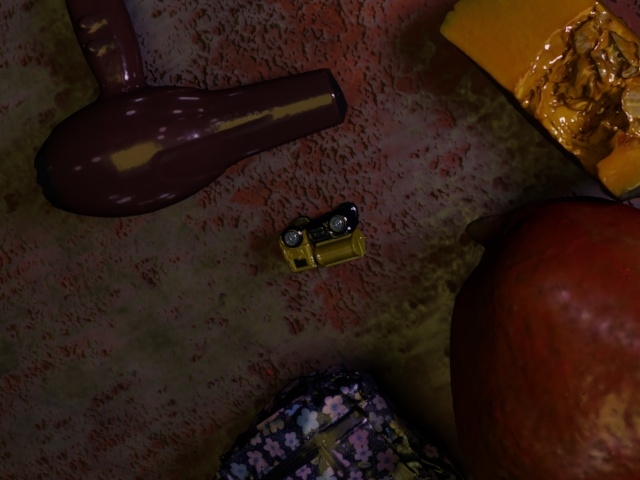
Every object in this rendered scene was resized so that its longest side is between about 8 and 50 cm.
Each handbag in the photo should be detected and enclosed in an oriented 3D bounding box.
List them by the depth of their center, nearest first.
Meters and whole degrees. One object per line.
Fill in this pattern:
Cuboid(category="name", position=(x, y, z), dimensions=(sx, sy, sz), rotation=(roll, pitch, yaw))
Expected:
Cuboid(category="handbag", position=(0.013, 0.244, 1.338), dimensions=(0.229, 0.127, 0.208), rotation=(-42, 84, 23))

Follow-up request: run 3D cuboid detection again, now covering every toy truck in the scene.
Cuboid(category="toy truck", position=(0.000, 0.000, 1.313), dimensions=(0.083, 0.049, 0.054), rotation=(-16, 102, 19))

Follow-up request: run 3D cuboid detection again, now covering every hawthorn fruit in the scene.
Cuboid(category="hawthorn fruit", position=(0.258, 0.111, 1.154), dimensions=(0.295, 0.295, 0.311), rotation=(-6, 85, 19))

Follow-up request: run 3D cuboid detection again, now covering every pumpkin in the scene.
Cuboid(category="pumpkin", position=(0.240, -0.140, 1.166), dimensions=(0.131, 0.126, 0.248), rotation=(-44, 73, 17))

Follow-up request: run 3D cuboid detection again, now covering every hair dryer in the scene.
Cuboid(category="hair dryer", position=(-0.168, -0.209, 1.293), dimensions=(0.313, 0.123, 0.340), rotation=(-20, 88, 10))
